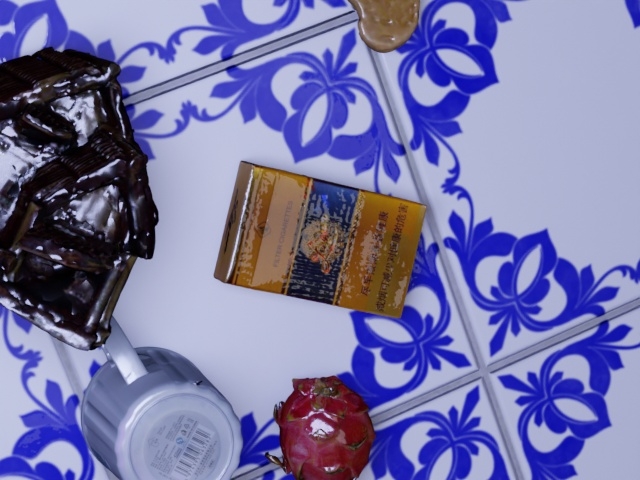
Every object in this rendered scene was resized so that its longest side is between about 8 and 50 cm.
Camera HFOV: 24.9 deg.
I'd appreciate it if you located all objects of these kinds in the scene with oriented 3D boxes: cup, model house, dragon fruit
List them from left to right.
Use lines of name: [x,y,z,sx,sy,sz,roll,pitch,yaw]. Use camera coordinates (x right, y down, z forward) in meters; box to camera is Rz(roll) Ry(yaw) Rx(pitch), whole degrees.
model house: [-0.319,-0.088,1.600,0.297,0.317,0.282,32,91,-30]
cup: [-0.206,0.208,1.701,0.221,0.202,0.166,33,84,-18]
dragon fruit: [0.007,0.246,1.811,0.136,0.133,0.165,-7,99,27]

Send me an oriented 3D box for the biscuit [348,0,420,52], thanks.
biscuit: [0.022,-0.408,1.781,0.340,0.047,0.216,39,82,-14]

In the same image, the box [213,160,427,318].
box: [0.000,0.000,1.808,0.237,0.070,0.152,12,93,-16]
